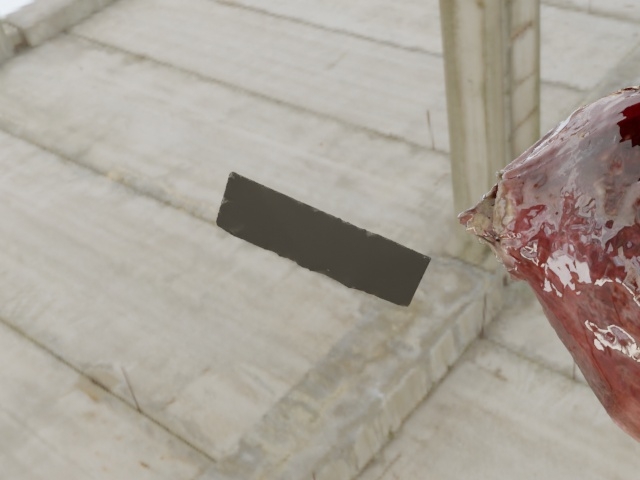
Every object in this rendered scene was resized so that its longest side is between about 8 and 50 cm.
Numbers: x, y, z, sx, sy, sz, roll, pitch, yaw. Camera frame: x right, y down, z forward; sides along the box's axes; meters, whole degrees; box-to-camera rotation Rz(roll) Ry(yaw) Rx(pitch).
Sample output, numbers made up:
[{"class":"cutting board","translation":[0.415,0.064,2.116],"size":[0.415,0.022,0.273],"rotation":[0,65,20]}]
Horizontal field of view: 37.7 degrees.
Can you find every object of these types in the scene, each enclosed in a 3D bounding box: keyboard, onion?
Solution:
[{"class":"keyboard","translation":[0.001,-0.001,0.854],"size":[0.197,0.074,0.015],"rotation":[23,-140,3]},{"class":"onion","translation":[0.208,0.003,0.469],"size":[0.284,0.120,0.227],"rotation":[9,-103,13]}]
